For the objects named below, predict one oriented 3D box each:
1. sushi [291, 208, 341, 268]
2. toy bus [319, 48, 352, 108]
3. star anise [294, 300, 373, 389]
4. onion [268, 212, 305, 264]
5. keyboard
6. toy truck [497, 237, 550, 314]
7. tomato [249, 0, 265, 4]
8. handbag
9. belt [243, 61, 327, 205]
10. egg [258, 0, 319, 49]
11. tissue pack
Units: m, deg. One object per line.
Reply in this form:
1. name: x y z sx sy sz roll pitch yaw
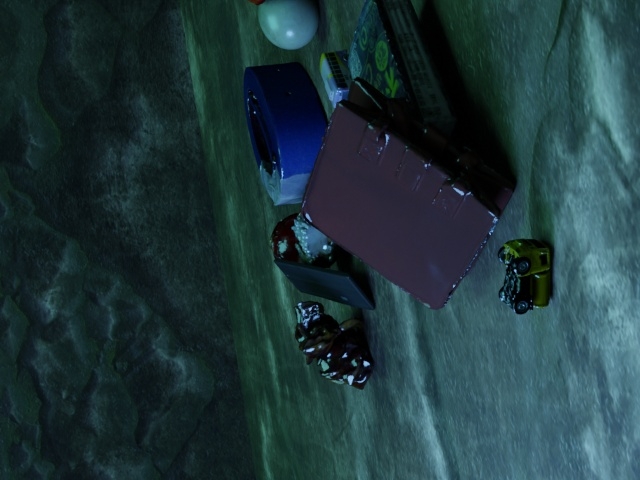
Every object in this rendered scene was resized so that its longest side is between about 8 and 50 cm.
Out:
1. sushi: -0.002 0.003 2.210 0.097 0.103 0.226 32 157 24
2. toy bus: 0.035 -0.276 1.978 0.052 0.058 0.102 99 158 -52
3. star anise: 0.019 0.186 2.157 0.126 0.190 0.220 -53 25 6
4. onion: -0.044 0.006 2.361 0.131 0.131 0.131 171 90 -76
5. keyboard: 0.028 0.089 2.134 0.103 0.041 0.381 51 166 -26
6. toy truck: 0.241 0.038 1.345 0.049 0.054 0.083 -131 34 -66
7. tomato: -0.121 -0.552 2.117 0.200 0.139 0.233 -56 25 4
8. handbag: 0.108 -0.053 1.512 0.260 0.084 0.276 36 149 12
9. belt: -0.072 -0.220 2.324 0.347 0.117 0.212 -112 20 -44
10. egg: -0.060 -0.426 2.152 0.114 0.114 0.152 98 163 -50
11. tissue pack: 0.106 -0.210 1.590 0.173 0.073 0.236 109 149 -57
